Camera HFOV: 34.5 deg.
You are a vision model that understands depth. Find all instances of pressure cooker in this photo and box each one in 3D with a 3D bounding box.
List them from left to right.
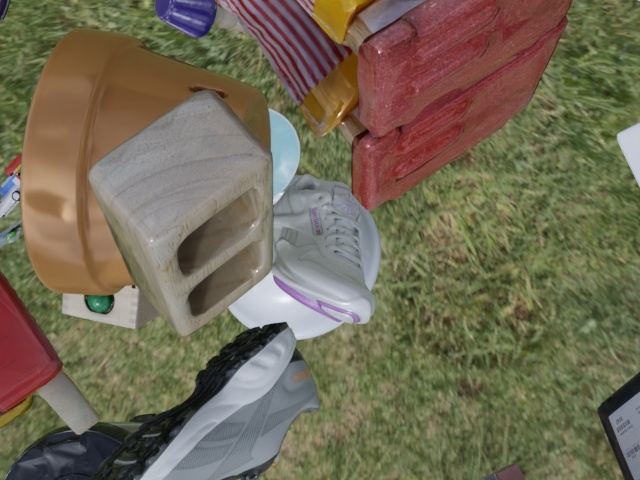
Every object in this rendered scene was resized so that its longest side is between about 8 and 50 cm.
[{"bbox_3d":[-0.344,0.511,1.898,0.369,0.420,0.376,-27,72,11],"label":"pressure cooker"}]

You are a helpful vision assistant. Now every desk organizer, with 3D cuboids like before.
[{"bbox_3d":[0.339,0.453,1.770,0.050,0.047,0.130,-22,78,-24],"label":"desk organizer"}]

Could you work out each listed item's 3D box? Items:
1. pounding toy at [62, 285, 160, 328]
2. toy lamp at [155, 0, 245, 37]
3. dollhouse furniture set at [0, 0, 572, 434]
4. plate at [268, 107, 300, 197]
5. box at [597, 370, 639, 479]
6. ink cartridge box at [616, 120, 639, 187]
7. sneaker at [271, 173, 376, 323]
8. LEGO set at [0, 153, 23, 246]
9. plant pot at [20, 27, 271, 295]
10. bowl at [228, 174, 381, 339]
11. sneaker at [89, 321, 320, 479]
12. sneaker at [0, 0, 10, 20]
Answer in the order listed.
[{"bbox_3d":[-0.266,0.054,1.376,0.130,0.141,0.100,10,103,14],"label":"pounding toy"},{"bbox_3d":[-0.110,-0.319,1.493,0.274,0.080,0.080,3,108,-40],"label":"toy lamp"},{"bbox_3d":[-0.088,-0.071,0.445,0.374,0.152,0.201,-35,72,-15],"label":"dollhouse furniture set"},{"bbox_3d":[-0.124,-0.132,1.624,0.188,0.024,0.188,-11,126,-16],"label":"plate"},{"bbox_3d":[0.413,0.048,0.656,0.318,0.097,0.395,-4,148,-22],"label":"box"},{"bbox_3d":[0.567,-0.079,1.391,0.238,0.060,0.275,-28,67,23],"label":"ink cartridge box"},{"bbox_3d":[0.000,0.000,1.338,0.114,0.305,0.152,33,97,-32],"label":"sneaker"},{"bbox_3d":[-0.377,-0.044,1.204,0.060,0.244,0.182,45,138,2],"label":"LEGO set"},{"bbox_3d":[-0.171,-0.077,1.119,0.203,0.291,0.291,6,104,7],"label":"plant pot"},{"bbox_3d":[-0.054,0.006,1.723,0.297,0.134,0.298,-5,67,12],"label":"bowl"},{"bbox_3d":[-0.098,0.185,0.897,0.271,0.100,0.108,-40,104,-31],"label":"sneaker"},{"bbox_3d":[-0.386,-0.208,1.006,0.083,0.098,0.224,36,83,0],"label":"sneaker"}]
